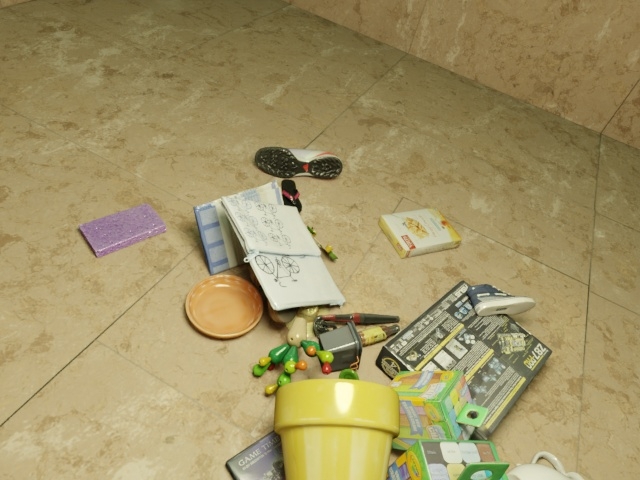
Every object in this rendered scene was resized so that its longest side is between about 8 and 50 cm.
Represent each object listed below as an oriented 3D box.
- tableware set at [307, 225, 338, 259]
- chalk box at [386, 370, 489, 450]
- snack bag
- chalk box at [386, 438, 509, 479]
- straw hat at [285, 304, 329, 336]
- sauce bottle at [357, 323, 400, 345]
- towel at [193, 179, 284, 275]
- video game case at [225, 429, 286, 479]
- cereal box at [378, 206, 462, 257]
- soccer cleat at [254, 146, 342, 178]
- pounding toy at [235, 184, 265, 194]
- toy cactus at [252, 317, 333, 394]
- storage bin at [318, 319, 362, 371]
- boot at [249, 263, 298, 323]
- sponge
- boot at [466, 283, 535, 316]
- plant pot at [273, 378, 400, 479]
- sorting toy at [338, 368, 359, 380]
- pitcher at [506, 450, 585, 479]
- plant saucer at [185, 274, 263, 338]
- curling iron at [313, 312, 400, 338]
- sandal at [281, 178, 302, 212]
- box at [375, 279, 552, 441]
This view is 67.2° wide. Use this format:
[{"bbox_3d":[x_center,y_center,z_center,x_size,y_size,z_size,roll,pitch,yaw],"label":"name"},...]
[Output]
[{"bbox_3d":[0.000,0.000,1.491,0.024,0.104,0.154,-43,39,-3],"label":"tableware set"},{"bbox_3d":[0.255,0.374,1.059,0.132,0.213,0.132,-25,98,-51],"label":"chalk box"},{"bbox_3d":[-0.090,0.035,1.296,0.323,0.037,0.342,6,50,-55],"label":"snack bag"},{"bbox_3d":[0.242,0.491,0.900,0.180,0.289,0.179,10,43,-19],"label":"chalk box"},{"bbox_3d":[-0.034,0.185,1.307,0.144,0.061,0.144,8,44,-8],"label":"straw hat"},{"bbox_3d":[0.158,0.253,1.310,0.128,0.042,0.042,-11,50,-24],"label":"sauce bottle"},{"bbox_3d":[-0.219,-0.041,1.400,0.285,0.209,0.034,-23,21,-33],"label":"towel"},{"bbox_3d":[-0.041,0.519,0.991,0.196,0.026,0.274,-22,55,-34],"label":"video game case"},{"bbox_3d":[0.340,-0.031,1.653,0.240,0.047,0.173,-10,49,-26],"label":"cereal box"},{"bbox_3d":[-0.081,-0.289,1.762,0.318,0.108,0.116,3,23,-10],"label":"soccer cleat"},{"bbox_3d":[-0.206,-0.107,1.521,0.141,0.100,0.130,-18,53,-32],"label":"pounding toy"},{"bbox_3d":[-0.055,0.269,1.140,0.112,0.219,0.180,44,38,-28],"label":"toy cactus"},{"bbox_3d":[0.046,0.277,1.196,0.091,0.135,0.098,-12,50,-13],"label":"storage bin"},{"bbox_3d":[-0.129,0.116,1.311,0.115,0.112,0.305,-27,37,15],"label":"boot"},{"bbox_3d":[-0.566,-0.034,1.385,0.210,0.031,0.117,-27,58,-36],"label":"sponge"},{"bbox_3d":[0.512,0.160,1.367,0.190,0.069,0.086,0,47,-18],"label":"boot"},{"bbox_3d":[0.031,0.419,0.940,0.254,0.254,0.239,7,60,-10],"label":"plant pot"},{"bbox_3d":[0.080,0.355,1.172,0.102,0.061,0.042,66,21,0],"label":"sorting toy"},{"bbox_3d":[0.496,0.547,1.077,0.207,0.125,0.178,12,22,-21],"label":"pitcher"},{"bbox_3d":[-0.251,0.176,1.266,0.200,0.037,0.200,9,45,-8],"label":"plant saucer"},{"bbox_3d":[0.099,0.227,1.322,0.274,0.035,0.068,-3,88,-28],"label":"curling iron"},{"bbox_3d":[-0.103,-0.161,1.652,0.067,0.040,0.179,1,45,-17],"label":"sandal"},{"bbox_3d":[0.390,0.309,1.288,0.318,0.097,0.395,39,47,25],"label":"box"}]
